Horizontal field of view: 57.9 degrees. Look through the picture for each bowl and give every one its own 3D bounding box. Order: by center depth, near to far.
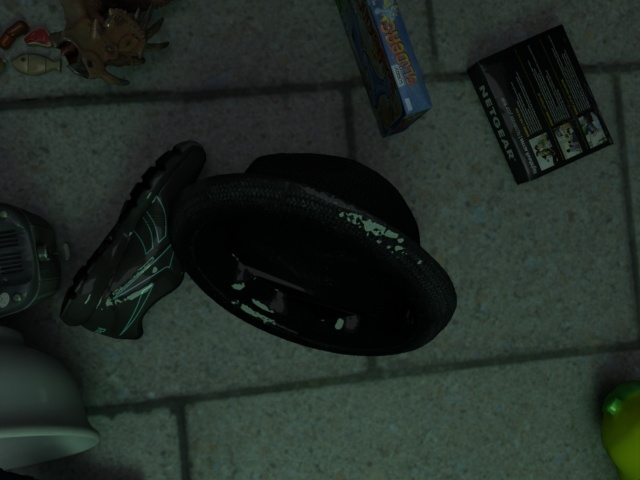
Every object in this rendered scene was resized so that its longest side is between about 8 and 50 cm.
[{"bbox_3d":[-0.392,0.171,0.612,0.297,0.298,0.134,-9,68,-7],"label":"bowl"}]

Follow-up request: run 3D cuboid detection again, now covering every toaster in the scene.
[{"bbox_3d":[-0.411,0.032,0.657,0.227,0.146,0.129,-11,89,-7],"label":"toaster"}]

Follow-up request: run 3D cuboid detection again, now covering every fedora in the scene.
[{"bbox_3d":[0.000,0.000,0.681,0.334,0.334,0.153,24,53,-5],"label":"fedora"}]

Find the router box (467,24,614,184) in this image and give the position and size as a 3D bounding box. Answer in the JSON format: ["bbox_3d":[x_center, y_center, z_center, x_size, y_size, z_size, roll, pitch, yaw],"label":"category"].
[{"bbox_3d":[0.300,-0.185,0.793,0.133,0.046,0.179,-24,91,-6],"label":"router box"}]

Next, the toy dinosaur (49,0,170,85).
[{"bbox_3d":[-0.226,-0.321,0.705,0.295,0.127,0.200,-44,101,-18],"label":"toy dinosaur"}]

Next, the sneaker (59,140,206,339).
[{"bbox_3d":[-0.210,0.001,0.721,0.106,0.101,0.267,33,87,-24],"label":"sneaker"}]

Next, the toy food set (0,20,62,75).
[{"bbox_3d":[-0.394,-0.247,0.729,0.122,0.019,0.078,-6,89,-7],"label":"toy food set"}]

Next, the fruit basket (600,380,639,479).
[{"bbox_3d":[0.524,0.351,0.740,0.392,0.283,0.392,-13,54,19],"label":"fruit basket"}]

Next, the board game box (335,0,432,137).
[{"bbox_3d":[0.074,-0.240,0.724,0.035,0.136,0.201,-19,90,-6],"label":"board game box"}]

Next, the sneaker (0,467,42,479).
[{"bbox_3d":[-0.277,0.311,0.637,0.153,0.099,0.282,-11,134,-10],"label":"sneaker"}]
